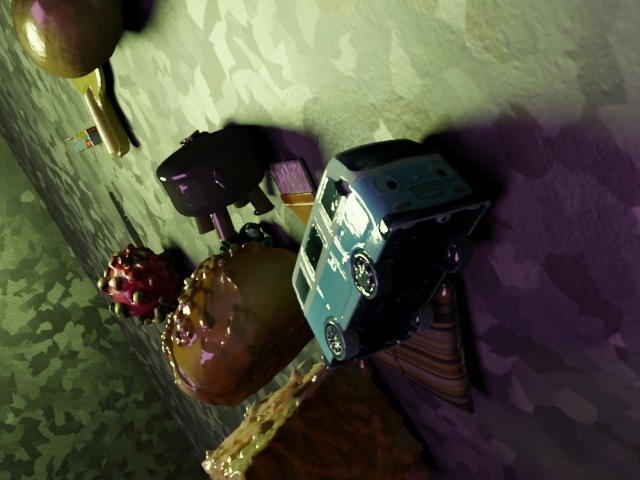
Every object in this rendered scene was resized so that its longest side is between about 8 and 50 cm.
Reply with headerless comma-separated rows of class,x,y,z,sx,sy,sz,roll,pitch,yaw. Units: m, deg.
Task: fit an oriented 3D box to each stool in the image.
stool,-0.157,-0.100,1.041,0.228,0.153,0.139,-82,-29,-61

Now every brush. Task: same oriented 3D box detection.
brush,0.000,0.000,1.010,0.103,0.013,0.272,4,124,59

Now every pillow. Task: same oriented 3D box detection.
pillow,0.115,0.115,0.896,0.208,0.052,0.212,21,135,50

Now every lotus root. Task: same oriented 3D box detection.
lotus root,-0.431,-0.370,1.138,0.183,0.183,0.310,56,158,1

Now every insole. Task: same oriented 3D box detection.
insole,-0.563,-0.041,1.935,0.080,0.003,0.232,2,122,59

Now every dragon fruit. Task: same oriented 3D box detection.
dragon fruit,-0.442,0.116,1.723,0.198,0.273,0.218,-48,65,18

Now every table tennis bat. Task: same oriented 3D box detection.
table tennis bat,-0.504,-0.354,1.433,0.224,0.054,0.369,11,125,54

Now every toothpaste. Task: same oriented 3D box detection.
toothpaste,-0.596,-0.255,1.672,0.193,0.070,0.044,2,120,59

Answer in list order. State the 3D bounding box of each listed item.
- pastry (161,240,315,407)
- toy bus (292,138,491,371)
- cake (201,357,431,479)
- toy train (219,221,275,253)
pastry,-0.127,0.124,1.056,0.184,0.284,0.316,45,160,17
toy bus,0.059,0.008,0.741,0.165,0.133,0.271,59,150,29
cake,-0.014,0.403,1.165,0.293,0.314,0.307,54,152,1
toy train,-0.130,0.042,1.182,0.070,0.099,0.172,37,148,29
